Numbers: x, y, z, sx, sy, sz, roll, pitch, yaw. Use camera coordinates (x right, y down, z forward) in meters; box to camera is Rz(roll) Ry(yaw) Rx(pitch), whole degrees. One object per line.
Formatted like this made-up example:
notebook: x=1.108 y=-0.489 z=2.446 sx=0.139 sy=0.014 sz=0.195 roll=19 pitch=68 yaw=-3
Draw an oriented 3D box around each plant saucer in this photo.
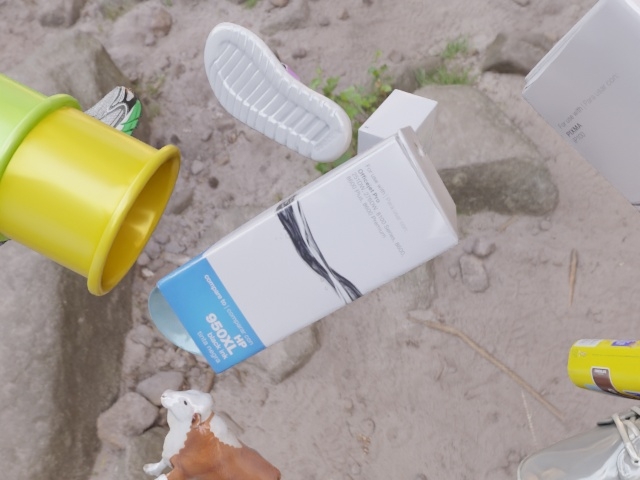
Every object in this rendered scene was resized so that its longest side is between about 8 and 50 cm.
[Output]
plant saucer: x=-0.220 y=0.135 z=1.070 sx=0.195 sy=0.195 sz=0.037 roll=4 pitch=35 yaw=15

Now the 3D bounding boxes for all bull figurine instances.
bull figurine: x=-0.195 y=0.378 z=0.986 sx=0.188 sy=0.310 sz=0.101 roll=-33 pitch=33 yaw=7

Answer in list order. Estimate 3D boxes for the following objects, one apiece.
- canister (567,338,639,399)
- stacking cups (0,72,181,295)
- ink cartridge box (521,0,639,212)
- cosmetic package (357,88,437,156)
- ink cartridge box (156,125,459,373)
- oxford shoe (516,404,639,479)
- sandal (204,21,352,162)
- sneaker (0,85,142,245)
canister: x=0.397 y=0.157 z=0.685 sx=0.126 sy=0.170 sz=0.073 roll=15 pitch=78 yaw=-14
stacking cups: x=-0.238 y=-0.082 z=0.318 sx=0.316 sy=0.096 sz=0.096 roll=27 pitch=71 yaw=-3
ink cartridge box: x=0.307 y=-0.078 z=0.361 sx=0.207 sy=0.117 sz=0.283 roll=-41 pitch=83 yaw=-14
cosmetic package: x=0.208 y=-0.253 z=1.597 sx=0.138 sy=0.225 sz=0.224 roll=22 pitch=51 yaw=22
ink cartridge box: x=0.000 y=0.000 z=0.884 sx=0.395 sy=0.285 sz=0.166 roll=-30 pitch=96 yaw=17
oxford shoe: x=0.529 y=0.315 z=0.921 sx=0.449 sy=0.130 sz=0.169 roll=-20 pitch=22 yaw=14
sandal: x=-0.094 y=-0.301 z=1.229 sx=0.416 sy=0.102 sz=0.169 roll=44 pitch=117 yaw=18
sneaker: x=-0.418 y=-0.136 z=0.880 sx=0.343 sy=0.146 sz=0.134 roll=-44 pitch=25 yaw=-23
